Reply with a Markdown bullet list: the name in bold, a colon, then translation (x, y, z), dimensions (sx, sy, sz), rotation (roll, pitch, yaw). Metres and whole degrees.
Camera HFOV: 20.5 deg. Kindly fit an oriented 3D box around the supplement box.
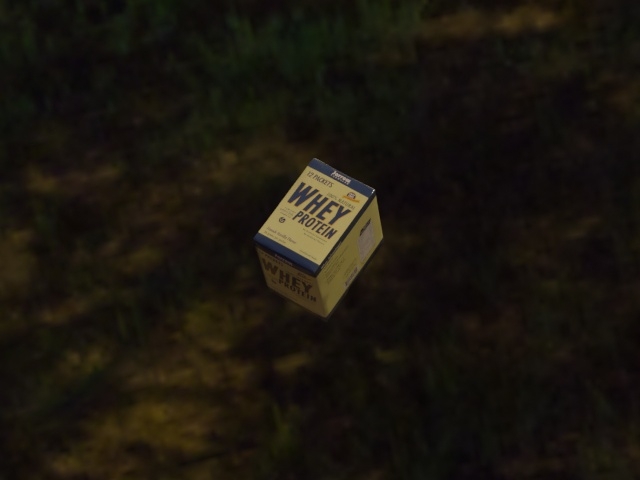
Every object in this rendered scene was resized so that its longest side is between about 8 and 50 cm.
- **supplement box**: translation (0.000, 0.000, 1.326), dimensions (0.056, 0.083, 0.083), rotation (28, 68, 20)
